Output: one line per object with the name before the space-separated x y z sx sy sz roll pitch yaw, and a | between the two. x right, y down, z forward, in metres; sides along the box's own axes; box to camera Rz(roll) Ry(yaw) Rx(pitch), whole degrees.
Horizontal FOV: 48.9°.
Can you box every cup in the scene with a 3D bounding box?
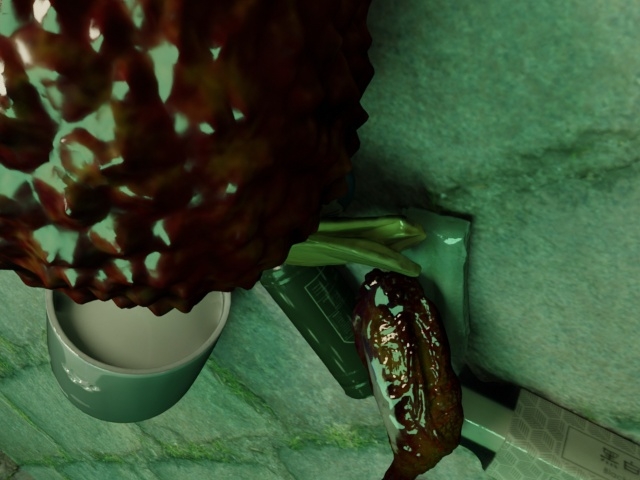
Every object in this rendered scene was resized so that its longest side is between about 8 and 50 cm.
cup | -0.322 0.103 1.130 0.357 0.259 0.274 59 147 21

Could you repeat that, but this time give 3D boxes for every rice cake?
rice cake | 0.146 0.057 0.875 0.085 0.040 0.226 12 136 24

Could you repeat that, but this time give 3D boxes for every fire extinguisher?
fire extinguisher | -0.008 0.076 0.970 0.095 0.114 0.311 -32 115 6

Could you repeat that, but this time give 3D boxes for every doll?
doll | -0.013 -0.059 0.842 0.114 0.086 0.152 22 156 -21

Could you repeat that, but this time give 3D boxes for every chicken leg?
chicken leg | 0.107 0.222 0.908 0.158 0.095 0.407 27 133 46

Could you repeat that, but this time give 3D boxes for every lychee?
lychee | -0.166 -0.183 0.575 0.424 0.424 0.500 -5 112 39

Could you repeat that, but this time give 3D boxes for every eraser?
eraser | 0.353 0.305 0.932 0.403 0.098 0.096 25 136 11

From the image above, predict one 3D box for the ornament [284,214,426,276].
ornament | 0.000 0.000 0.782 0.201 0.059 0.180 0 170 37
